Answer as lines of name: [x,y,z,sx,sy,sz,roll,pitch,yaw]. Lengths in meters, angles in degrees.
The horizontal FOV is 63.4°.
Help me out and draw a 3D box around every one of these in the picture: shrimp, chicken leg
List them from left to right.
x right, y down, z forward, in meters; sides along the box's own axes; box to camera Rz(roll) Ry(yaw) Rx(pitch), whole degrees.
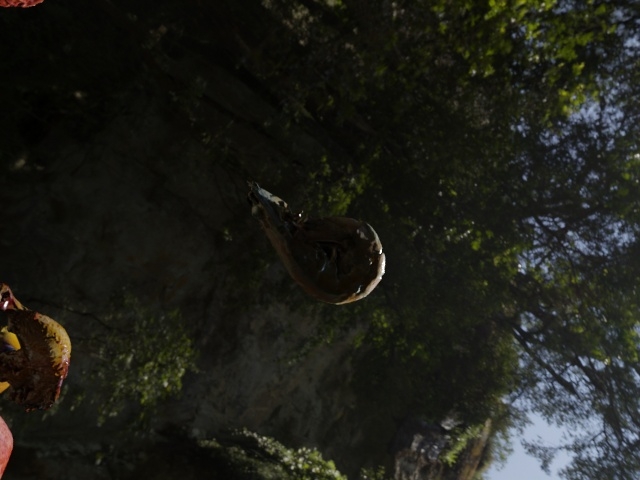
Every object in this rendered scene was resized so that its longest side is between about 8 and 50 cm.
chicken leg: [-0.587,0.222,1.031,0.083,0.177,0.323,-93,-154,-57]
shrimp: [0.000,0.000,0.872,0.164,0.317,0.062,-35,-146,11]

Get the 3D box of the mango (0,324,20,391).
mango: [-0.883,0.346,1.297,0.287,0.201,0.153,-37,-99,1]

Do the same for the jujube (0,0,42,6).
jujube: [-0.805,-0.699,1.311,0.213,0.232,0.213,-179,-90,-65]

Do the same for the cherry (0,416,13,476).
cherry: [-0.573,0.317,0.737,0.206,0.239,0.239,-20,-144,-20]
